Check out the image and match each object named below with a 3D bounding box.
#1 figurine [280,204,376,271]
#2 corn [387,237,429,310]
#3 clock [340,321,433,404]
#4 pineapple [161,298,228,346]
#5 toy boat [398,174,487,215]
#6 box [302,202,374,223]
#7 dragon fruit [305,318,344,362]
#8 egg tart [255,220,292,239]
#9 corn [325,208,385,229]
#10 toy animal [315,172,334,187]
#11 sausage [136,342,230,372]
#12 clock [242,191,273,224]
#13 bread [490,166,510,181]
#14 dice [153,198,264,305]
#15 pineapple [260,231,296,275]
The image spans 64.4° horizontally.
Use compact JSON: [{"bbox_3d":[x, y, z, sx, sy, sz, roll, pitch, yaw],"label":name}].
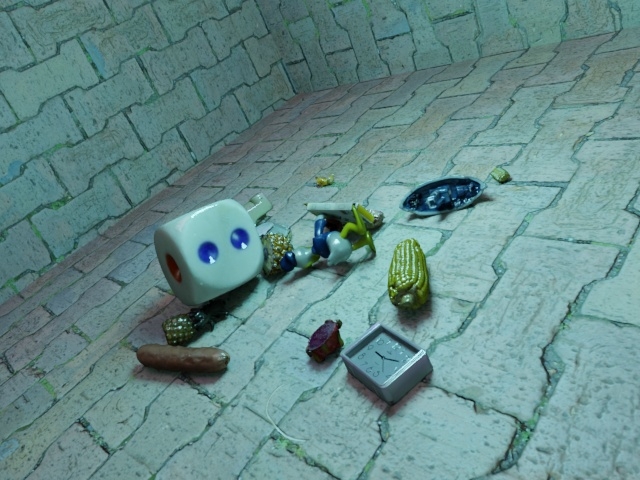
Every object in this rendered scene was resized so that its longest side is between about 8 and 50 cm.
[{"bbox_3d":[0.000,0.000,1.792,0.338,0.205,0.284,-26,27,7],"label":"figurine"},{"bbox_3d":[0.256,0.095,1.487,0.119,0.119,0.322,-18,24,16],"label":"corn"},{"bbox_3d":[0.159,0.300,1.267,0.150,0.063,0.197,-35,29,-18],"label":"clock"},{"bbox_3d":[-0.434,0.279,1.777,0.237,0.111,0.119,-27,53,-17],"label":"pineapple"},{"bbox_3d":[0.421,-0.155,1.762,0.309,0.129,0.142,-13,19,22],"label":"toy boat"},{"bbox_3d":[0.062,-0.100,1.858,0.247,0.129,0.033,3,72,37],"label":"box"},{"bbox_3d":[0.019,0.283,1.422,0.126,0.068,0.112,-51,18,-17],"label":"dragon fruit"},{"bbox_3d":[-0.232,-0.009,2.112,0.234,0.094,0.234,-23,26,12],"label":"egg tart"},{"bbox_3d":[0.120,-0.082,1.951,0.280,0.092,0.092,5,40,38],"label":"corn"},{"bbox_3d":[0.025,-0.292,2.409,0.083,0.081,0.060,-30,17,41],"label":"toy animal"},{"bbox_3d":[-0.457,0.379,1.638,0.432,0.088,0.088,-5,34,34],"label":"sausage"},{"bbox_3d":[-0.364,-0.082,2.239,0.284,0.114,0.309,-40,9,-22],"label":"clock"},{"bbox_3d":[0.641,-0.233,1.815,0.049,0.034,0.088,-38,22,9],"label":"bread"},{"bbox_3d":[-0.404,0.042,1.851,0.304,0.304,0.277,-26,5,-36],"label":"dice"},{"bbox_3d":[-0.145,0.048,1.911,0.136,0.162,0.176,-3,-10,-26],"label":"pineapple"}]
